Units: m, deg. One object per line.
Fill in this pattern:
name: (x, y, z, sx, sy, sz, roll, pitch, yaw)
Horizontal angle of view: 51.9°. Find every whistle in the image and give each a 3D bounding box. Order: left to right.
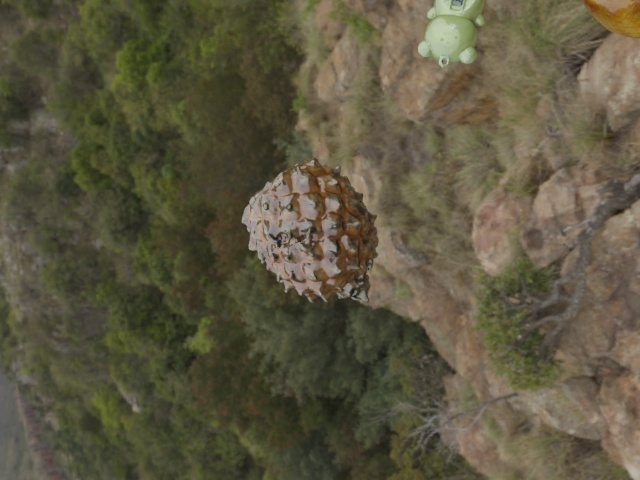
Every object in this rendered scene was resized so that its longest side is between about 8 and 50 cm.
whistle: (0.311, -0.518, 1.494, 0.106, 0.131, 0.288, 62, -138, -70)

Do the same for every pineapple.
pineapple: (0.000, 0.000, 0.810, 0.193, 0.166, 0.166, 50, 143, -1)

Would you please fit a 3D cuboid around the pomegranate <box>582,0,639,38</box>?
pomegranate: (0.410, -0.339, 0.784, 0.215, 0.215, 0.215, 16, 110, 55)
